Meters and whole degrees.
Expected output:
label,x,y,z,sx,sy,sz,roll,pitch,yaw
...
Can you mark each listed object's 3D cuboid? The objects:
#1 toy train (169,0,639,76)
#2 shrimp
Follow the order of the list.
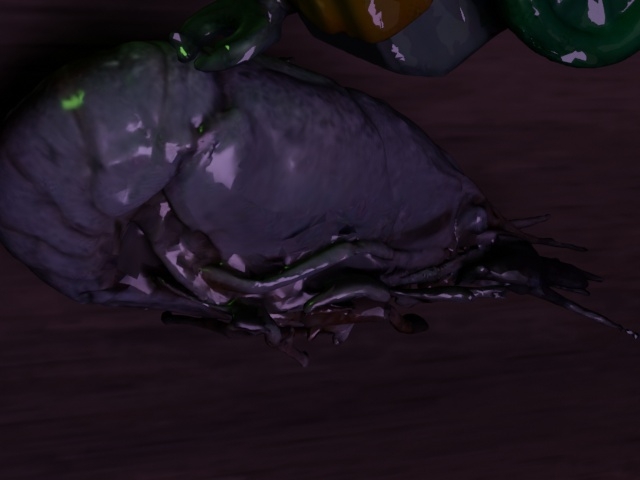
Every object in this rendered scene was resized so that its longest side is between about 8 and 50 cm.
label,x,y,z,sx,sy,sz,roll,pitch,yaw
toy train,0.089,-0.234,0.795,0.429,0.178,0.249,-39,120,-12
shrimp,0.004,-0.002,0.892,0.343,0.116,0.145,13,107,-33
